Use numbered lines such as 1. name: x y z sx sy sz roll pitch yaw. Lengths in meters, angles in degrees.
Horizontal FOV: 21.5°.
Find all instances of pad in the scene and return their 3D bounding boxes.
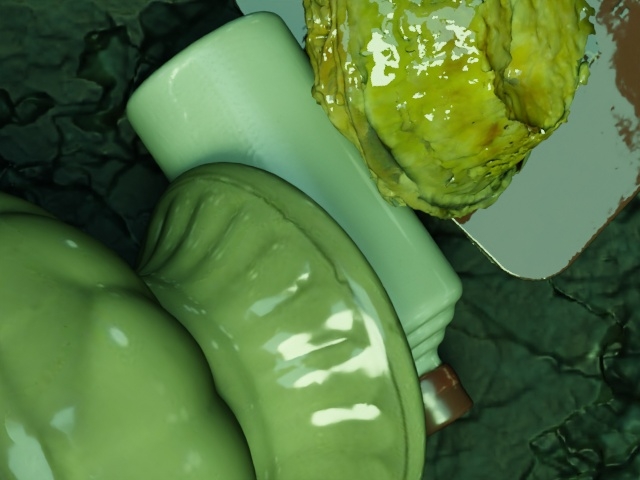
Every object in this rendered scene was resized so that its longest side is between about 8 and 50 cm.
1. pad: 0.091 -0.120 0.992 0.267 0.004 0.181 44 82 1

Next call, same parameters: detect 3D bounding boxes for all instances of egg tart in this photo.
1. egg tart: 0.079 -0.111 0.890 0.090 0.212 0.212 3 81 37

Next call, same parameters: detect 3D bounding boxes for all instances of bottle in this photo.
1. bottle: 0.000 0.000 0.921 0.104 0.104 0.245 -33 87 -7

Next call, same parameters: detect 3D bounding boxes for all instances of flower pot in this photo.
1. flower pot: -0.099 0.101 0.803 0.244 0.307 0.307 -28 86 -35
